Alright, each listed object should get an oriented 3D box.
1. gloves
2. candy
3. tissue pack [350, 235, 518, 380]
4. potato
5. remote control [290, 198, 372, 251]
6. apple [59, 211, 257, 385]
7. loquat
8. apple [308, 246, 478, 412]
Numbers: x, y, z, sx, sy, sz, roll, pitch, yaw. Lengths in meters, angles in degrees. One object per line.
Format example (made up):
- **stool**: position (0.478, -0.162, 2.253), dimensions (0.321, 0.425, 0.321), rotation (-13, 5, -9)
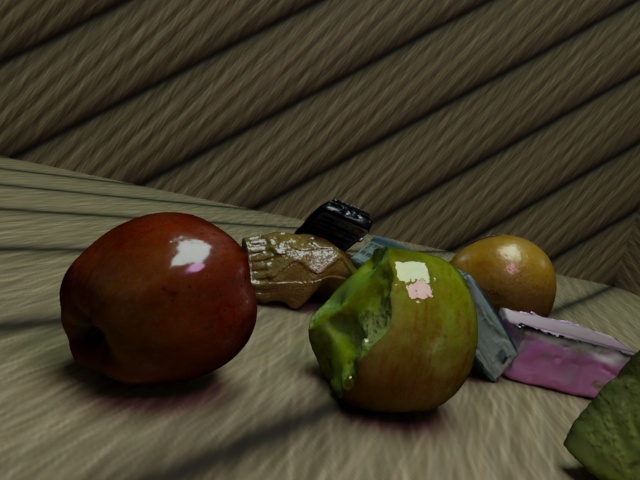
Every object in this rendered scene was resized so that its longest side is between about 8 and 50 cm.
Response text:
- **gloves**: position (-0.037, 0.061, 1.182), dimensions (0.356, 0.155, 0.203), rotation (5, 8, -30)
- **candy**: position (0.484, 0.227, 1.049), dimensions (0.265, 0.115, 0.155), rotation (13, 7, -1)
- **tissue pack**: position (0.219, 0.122, 1.043), dimensions (0.228, 0.103, 0.316), rotation (53, -12, -27)
- **potato**: position (0.515, 0.221, 0.604), dimensions (0.280, 0.330, 0.213), rotation (17, 24, -23)
- **remote control**: position (0.000, 0.000, 1.304), dimensions (0.145, 0.062, 0.399), rotation (22, -25, -14)
- **apple**: position (-0.193, 0.075, 0.657), dimensions (0.234, 0.234, 0.234), rotation (13, 8, -2)
- **loquat**: position (0.436, 0.110, 1.276), dimensions (0.263, 0.263, 0.263), rotation (13, 8, -2)
- **apple**: position (0.108, 0.122, 0.769), dimensions (0.246, 0.226, 0.246), rotation (13, 6, -1)
